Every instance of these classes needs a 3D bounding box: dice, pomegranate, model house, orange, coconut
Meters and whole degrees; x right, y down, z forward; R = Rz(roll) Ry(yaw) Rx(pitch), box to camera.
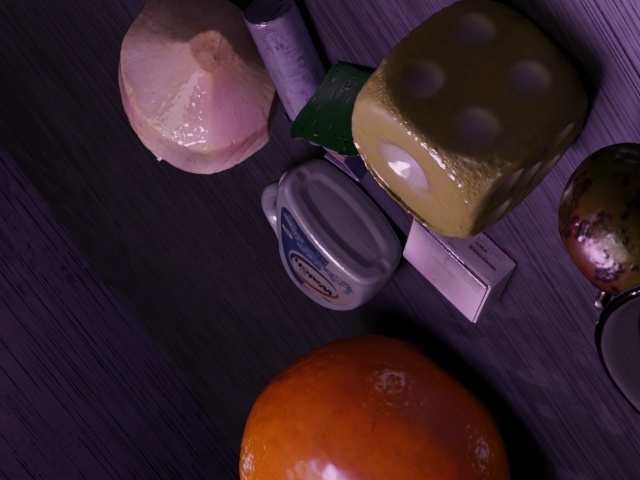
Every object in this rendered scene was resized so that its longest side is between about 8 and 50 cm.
[{"bbox_3d":[0.143,-0.117,1.619,0.166,0.169,0.169,45,162,13],"label":"dice"},{"bbox_3d":[0.294,-0.031,1.488,0.156,0.156,0.220,42,157,19],"label":"pomegranate"},{"bbox_3d":[0.058,-0.129,1.929,0.088,0.117,0.167,40,168,-32],"label":"model house"},{"bbox_3d":[0.087,0.330,2.443,0.424,0.326,0.424,24,148,16],"label":"orange"},{"bbox_3d":[-0.153,-0.203,2.096,0.237,0.197,0.237,49,168,15],"label":"coconut"}]

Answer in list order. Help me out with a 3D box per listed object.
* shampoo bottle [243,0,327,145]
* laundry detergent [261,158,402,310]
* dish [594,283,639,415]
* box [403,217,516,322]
[{"bbox_3d":[-0.029,-0.204,2.012,0.072,0.072,0.214,31,156,43],"label":"shampoo bottle"},{"bbox_3d":[0.000,0.000,2.315,0.215,0.105,0.280,48,164,-1],"label":"laundry detergent"},{"bbox_3d":[0.399,0.093,1.428,0.316,0.106,0.316,20,150,12],"label":"dish"},{"bbox_3d":[0.168,0.024,2.054,0.130,0.051,0.129,45,163,13],"label":"box"}]
